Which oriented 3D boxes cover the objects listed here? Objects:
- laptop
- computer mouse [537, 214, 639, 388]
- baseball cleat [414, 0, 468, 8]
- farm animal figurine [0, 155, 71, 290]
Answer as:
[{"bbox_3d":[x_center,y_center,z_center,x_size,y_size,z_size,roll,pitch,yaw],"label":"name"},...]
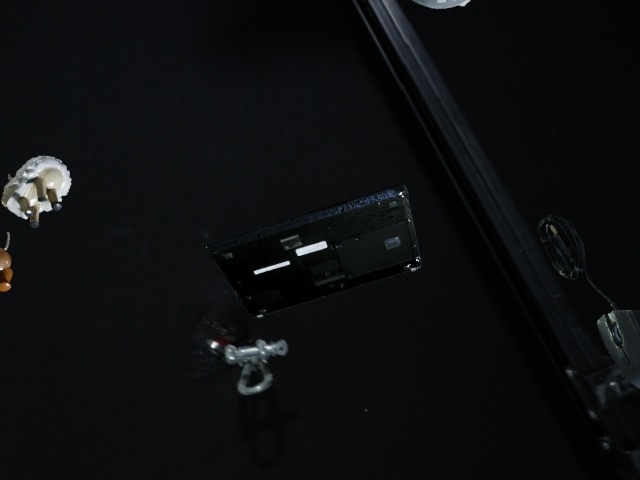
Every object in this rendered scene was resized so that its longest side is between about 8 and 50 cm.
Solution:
[{"bbox_3d":[0.000,0.000,0.866,0.234,0.264,0.137,-18,-127,4],"label":"laptop"},{"bbox_3d":[0.323,0.076,0.757,0.041,0.071,0.242,-31,-101,-27],"label":"computer mouse"},{"bbox_3d":[0.113,-0.225,0.492,0.205,0.109,0.072,19,-90,51],"label":"baseball cleat"},{"bbox_3d":[-0.598,-0.063,0.991,0.327,0.330,0.172,-45,-132,18],"label":"farm animal figurine"}]
